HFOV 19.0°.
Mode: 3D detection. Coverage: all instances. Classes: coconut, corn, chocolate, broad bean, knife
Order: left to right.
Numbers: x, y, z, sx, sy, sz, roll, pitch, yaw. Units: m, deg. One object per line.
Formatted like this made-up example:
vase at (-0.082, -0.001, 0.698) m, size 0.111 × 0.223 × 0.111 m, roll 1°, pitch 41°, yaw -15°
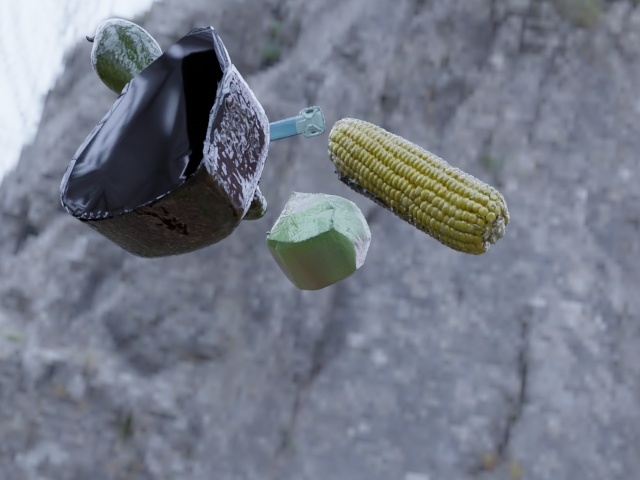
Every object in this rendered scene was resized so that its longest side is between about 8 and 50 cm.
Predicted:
broad bean at (-0.111, -0.089, 1.464) m, size 0.052 × 0.256 × 0.053 m, roll -26°, pitch -39°, yaw -17°
chocolate at (-0.079, -0.050, 1.209) m, size 0.080 × 0.149 × 0.125 m, roll 42°, pitch -7°, yaw -39°
knife at (-0.041, -0.099, 1.732) m, size 0.096 × 0.027 × 0.010 m, roll -13°, pitch -10°, yaw 15°
coconut at (0.000, 0.000, 1.501) m, size 0.083 × 0.082 × 0.081 m, roll -1°, pitch -41°, yaw 44°
corn at (0.090, -0.053, 1.821) m, size 0.203 × 0.072 × 0.072 m, roll 32°, pitch -22°, yaw 25°
